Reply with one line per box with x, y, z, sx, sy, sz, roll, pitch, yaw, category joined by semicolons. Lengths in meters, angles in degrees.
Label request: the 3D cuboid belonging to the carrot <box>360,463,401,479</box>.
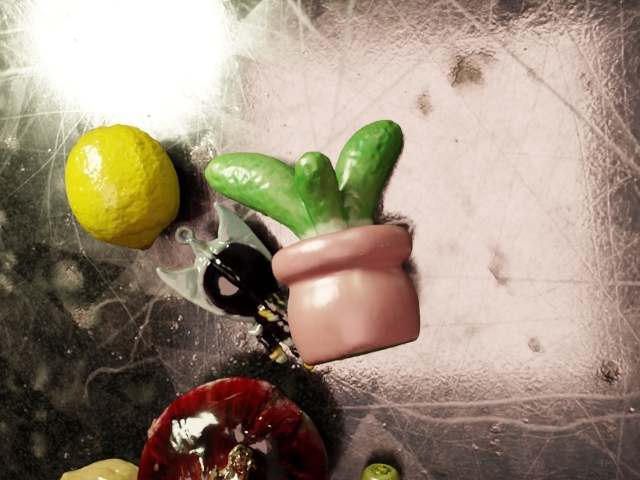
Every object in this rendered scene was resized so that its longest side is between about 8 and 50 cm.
0.079;0.548;0.980;0.074;0.074;0.359;9;98;9;carrot

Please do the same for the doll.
-0.106;0.080;0.952;0.316;0.103;0.145;40;106;-2;doll

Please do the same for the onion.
-0.136;0.374;0.909;0.313;0.232;0.314;1;80;-4;onion

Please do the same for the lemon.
-0.315;-0.088;0.941;0.180;0.180;0.193;1;74;10;lemon

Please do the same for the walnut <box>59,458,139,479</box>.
-0.354;0.497;0.980;0.224;0.225;0.261;-36;86;12;walnut

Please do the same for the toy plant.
0.002;0.006;0.870;0.316;0.210;0.357;-14;84;6;toy plant
